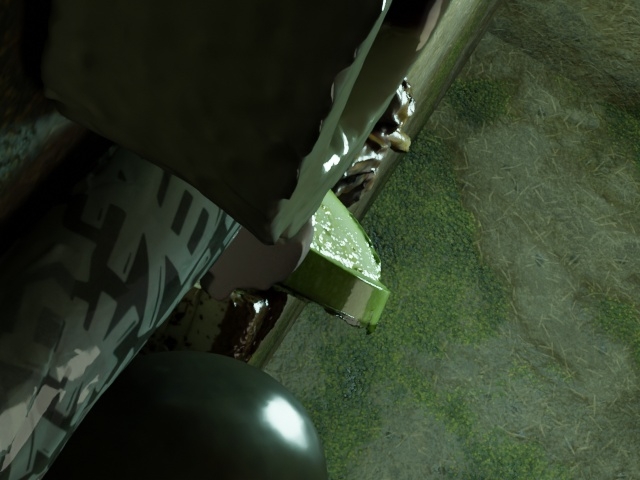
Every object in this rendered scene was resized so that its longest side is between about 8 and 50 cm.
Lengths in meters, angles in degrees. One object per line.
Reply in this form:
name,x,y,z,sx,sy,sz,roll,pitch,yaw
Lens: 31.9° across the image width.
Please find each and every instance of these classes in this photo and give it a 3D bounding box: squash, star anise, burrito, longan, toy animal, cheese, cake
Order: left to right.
burrito,-0.124,0.005,0.715,0.445,0.101,0.139,-53,168,-33
longan,-0.137,0.234,1.029,0.300,0.300,0.243,117,-34,-41
cake,-0.098,0.058,1.214,0.246,0.112,0.135,-51,169,-55
toy animal,-0.068,-0.041,1.022,0.124,0.124,0.212,-60,-164,22
squash,0.001,0.013,1.300,0.133,0.220,0.220,-55,175,6
cheese,0.002,-0.176,0.573,0.292,0.153,0.332,-53,174,-48
star anise,0.078,-0.160,1.663,0.292,0.109,0.349,-51,174,-20
